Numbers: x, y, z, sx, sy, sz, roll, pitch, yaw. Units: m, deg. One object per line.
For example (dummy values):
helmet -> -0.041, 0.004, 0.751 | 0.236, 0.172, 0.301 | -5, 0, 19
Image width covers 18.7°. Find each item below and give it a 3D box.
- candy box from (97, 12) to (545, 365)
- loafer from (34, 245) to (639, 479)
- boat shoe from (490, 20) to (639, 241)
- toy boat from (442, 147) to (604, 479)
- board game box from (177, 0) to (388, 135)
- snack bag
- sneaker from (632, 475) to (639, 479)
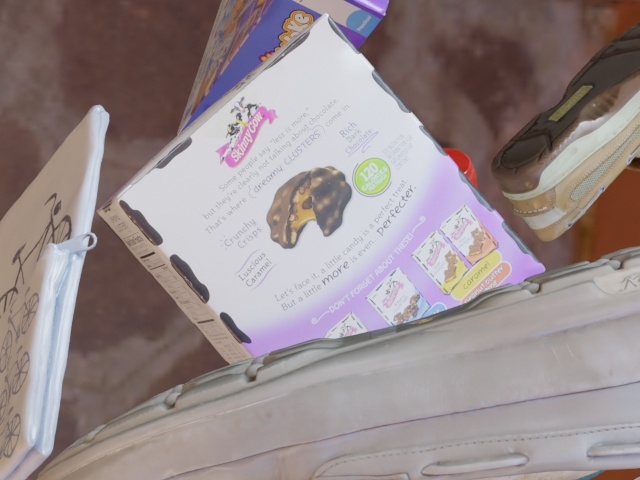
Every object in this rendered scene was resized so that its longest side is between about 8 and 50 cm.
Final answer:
candy box -> 0.000, 0.000, 1.102 | 0.165, 0.070, 0.196 | -42, 97, -15
loafer -> 0.031, 0.092, 0.857 | 0.112, 0.319, 0.111 | -21, 95, -83
boat shoe -> 0.189, -0.073, 1.217 | 0.190, 0.068, 0.072 | -40, 116, -14
toy boat -> 0.115, 0.076, 1.406 | 0.318, 0.267, 0.148 | -99, -177, -52
board game box -> 0.001, -0.258, 1.603 | 0.078, 0.233, 0.347 | 25, 51, -14
snack bag -> -0.261, 0.088, 1.515 | 0.037, 0.323, 0.342 | 23, 49, -21
sneaker -> 0.199, 0.253, 1.426 | 0.079, 0.121, 0.217 | 16, 102, -12
